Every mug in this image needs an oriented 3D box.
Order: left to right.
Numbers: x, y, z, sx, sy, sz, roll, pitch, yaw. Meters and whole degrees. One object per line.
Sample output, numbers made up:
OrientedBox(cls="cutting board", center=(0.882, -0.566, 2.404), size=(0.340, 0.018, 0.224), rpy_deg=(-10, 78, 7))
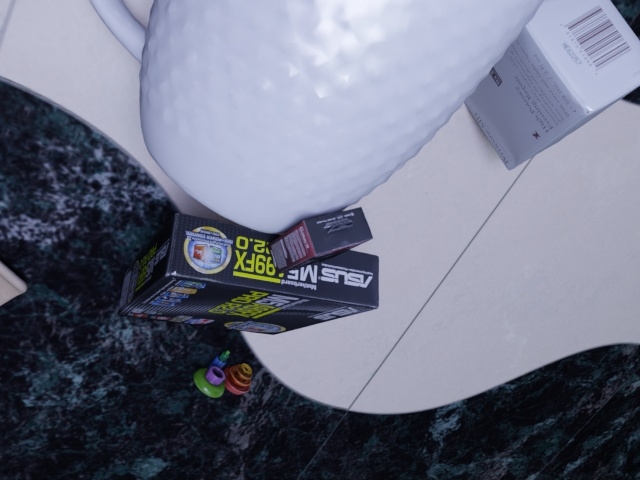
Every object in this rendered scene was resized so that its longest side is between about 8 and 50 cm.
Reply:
OrientedBox(cls="mug", center=(-0.040, -0.210, 0.450), size=(0.374, 0.276, 0.328), rpy_deg=(36, 108, -2))

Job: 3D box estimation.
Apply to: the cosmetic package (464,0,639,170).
OrientedBox(cls="cosmetic package", center=(0.244, -0.166, 0.571), size=(0.085, 0.231, 0.117), rpy_deg=(-31, 83, -1))

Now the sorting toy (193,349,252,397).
OrientedBox(cls="sorting toy", center=(-0.139, 0.195, 0.766), size=(0.042, 0.061, 0.102), rpy_deg=(-50, 147, 13))

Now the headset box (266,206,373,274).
OrientedBox(cls="headset box", center=(0.000, 0.000, 0.453), size=(0.062, 0.083, 0.032), rpy_deg=(-16, 82, -32))

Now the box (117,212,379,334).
OrientedBox(cls="box", center=(-0.096, 0.055, 0.592), size=(0.216, 0.060, 0.270), rpy_deg=(13, 159, -27))

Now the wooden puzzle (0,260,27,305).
OrientedBox(cls="wooden puzzle", center=(-0.484, 0.034, 0.546), size=(0.239, 0.044, 0.221), rpy_deg=(-30, 126, -1))
